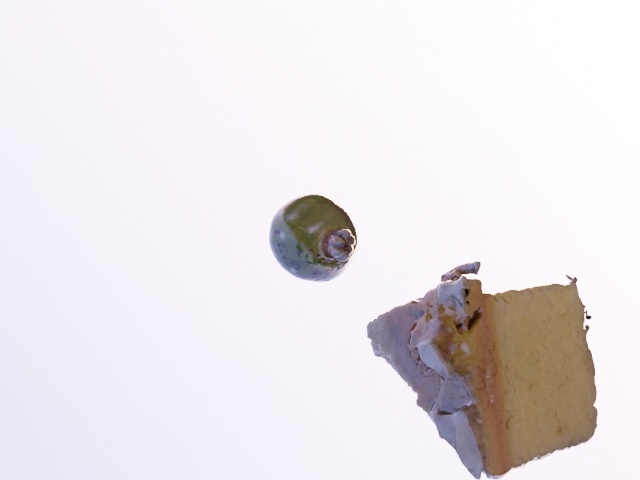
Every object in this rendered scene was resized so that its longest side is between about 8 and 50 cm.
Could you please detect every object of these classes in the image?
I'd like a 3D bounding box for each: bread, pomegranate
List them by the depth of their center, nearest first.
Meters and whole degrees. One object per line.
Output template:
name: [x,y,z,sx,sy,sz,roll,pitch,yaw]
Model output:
bread: [0.123,0.100,1.205,0.147,0.127,0.152,-5,-107,-43]
pomegranate: [0.001,0.003,1.277,0.084,0.073,0.073,37,-167,35]
